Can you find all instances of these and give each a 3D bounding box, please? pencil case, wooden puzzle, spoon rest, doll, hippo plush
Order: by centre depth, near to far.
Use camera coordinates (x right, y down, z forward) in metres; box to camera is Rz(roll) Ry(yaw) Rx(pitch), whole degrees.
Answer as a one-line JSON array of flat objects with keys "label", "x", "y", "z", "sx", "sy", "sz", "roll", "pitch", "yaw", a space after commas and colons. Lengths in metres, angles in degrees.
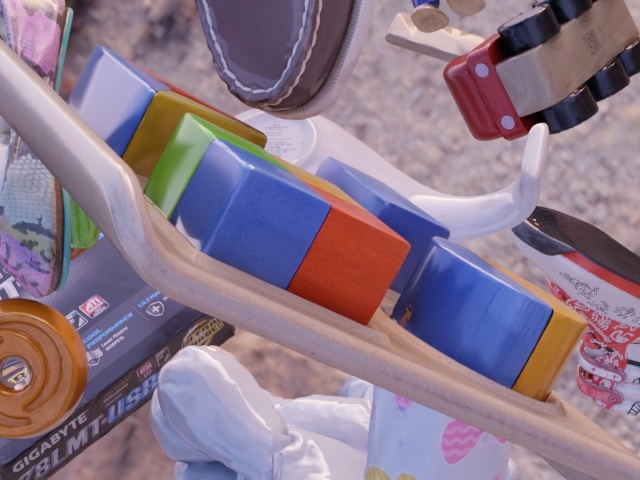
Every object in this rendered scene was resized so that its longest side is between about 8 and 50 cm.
[{"label": "wooden puzzle", "x": 0.000, "y": 0.000, "z": 0.927, "sx": 0.080, "sy": 0.348, "sz": 0.322, "roll": -58, "pitch": 29, "yaw": 4}, {"label": "spoon rest", "x": 0.031, "y": -0.041, "z": 1.300, "sx": 0.276, "sy": 0.084, "sz": 0.137, "roll": 2, "pitch": 49, "yaw": 18}, {"label": "pencil case", "x": 0.088, "y": 0.179, "z": 1.331, "sx": 0.113, "sy": 0.124, "sz": 0.273, "roll": 19, "pitch": 114, "yaw": 30}, {"label": "hippo plush", "x": 0.015, "y": 0.150, "z": 1.456, "sx": 0.236, "sy": 0.234, "sz": 0.294, "roll": -30, "pitch": -3, "yaw": -22}, {"label": "doll", "x": 0.094, "y": -0.275, "z": 1.549, "sx": 0.129, "sy": 0.046, "sz": 0.189, "roll": -22, "pitch": 59, "yaw": 31}]

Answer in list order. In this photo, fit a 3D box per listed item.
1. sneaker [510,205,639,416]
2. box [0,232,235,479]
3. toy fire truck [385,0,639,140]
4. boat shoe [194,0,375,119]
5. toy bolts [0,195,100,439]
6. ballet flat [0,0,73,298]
[{"label": "sneaker", "x": 0.264, "y": 0.079, "z": 1.682, "sx": 0.145, "sy": 0.270, "sz": 0.090, "roll": -57, "pitch": 21, "yaw": 24}, {"label": "box", "x": -0.290, "y": 0.083, "z": 1.801, "sx": 0.295, "sy": 0.073, "sz": 0.293, "roll": -37, "pitch": 54, "yaw": -22}, {"label": "toy fire truck", "x": 0.179, "y": -0.188, "z": 1.837, "sx": 0.246, "sy": 0.158, "sz": 0.217, "roll": -20, "pitch": 13, "yaw": 40}, {"label": "boat shoe", "x": -0.035, "y": -0.224, "z": 0.942, "sx": 0.116, "sy": 0.096, "sz": 0.324, "roll": 5, "pitch": 99, "yaw": 26}, {"label": "toy bolts", "x": -0.268, "y": 0.029, "z": 1.303, "sx": 0.158, "sy": 0.228, "sz": 0.218, "roll": -133, "pitch": 42, "yaw": -83}, {"label": "ballet flat", "x": -0.194, "y": -0.066, "z": 1.087, "sx": 0.077, "sy": 0.079, "sz": 0.221, "roll": -47, "pitch": 39, "yaw": 50}]
